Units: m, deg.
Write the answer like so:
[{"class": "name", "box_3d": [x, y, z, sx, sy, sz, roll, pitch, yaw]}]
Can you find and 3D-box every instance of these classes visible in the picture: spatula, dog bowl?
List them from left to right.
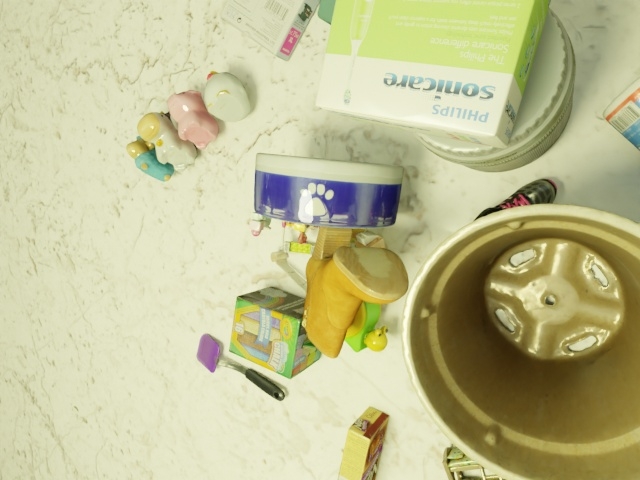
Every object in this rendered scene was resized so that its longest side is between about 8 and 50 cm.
[{"class": "spatula", "box_3d": [-0.206, 0.320, 1.090, 0.296, 0.030, 0.084, 19, 101, 26]}, {"class": "dog bowl", "box_3d": [0.012, -0.095, 0.797, 0.265, 0.265, 0.104, 12, 102, 28]}]

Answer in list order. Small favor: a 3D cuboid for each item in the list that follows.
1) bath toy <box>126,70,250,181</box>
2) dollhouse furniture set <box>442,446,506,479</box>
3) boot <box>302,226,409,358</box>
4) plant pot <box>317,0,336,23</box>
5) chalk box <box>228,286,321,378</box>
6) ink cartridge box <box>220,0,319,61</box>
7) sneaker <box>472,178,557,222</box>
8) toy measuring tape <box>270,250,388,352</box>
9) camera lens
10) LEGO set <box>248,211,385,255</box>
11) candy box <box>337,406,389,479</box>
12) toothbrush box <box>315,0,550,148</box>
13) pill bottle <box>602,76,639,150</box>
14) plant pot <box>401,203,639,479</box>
[{"class": "bath toy", "box_3d": [-0.312, -0.287, 1.044, 0.348, 0.151, 0.129, -28, 46, 28]}, {"class": "dollhouse furniture set", "box_3d": [0.243, 0.443, 0.780, 0.182, 0.161, 0.101, -23, 83, 28]}, {"class": "boot", "box_3d": [0.041, 0.104, 0.706, 0.295, 0.104, 0.211, -130, 45, -65]}, {"class": "plant pot", "box_3d": [0.124, -0.422, 0.768, 0.234, 0.165, 0.165, 25, 107, 33]}, {"class": "chalk box", "box_3d": [-0.069, 0.199, 0.946, 0.213, 0.132, 0.132, 17, 102, 28]}, {"class": "ink cartridge box", "box_3d": [-0.068, -0.563, 0.913, 0.186, 0.065, 0.311, 41, 115, 19]}, {"class": "sneaker", "box_3d": [0.318, -0.041, 0.741, 0.170, 0.075, 0.063, -38, 77, 26]}, {"class": "toy measuring tape", "box_3d": [0.021, 0.095, 0.905, 0.330, 0.121, 0.121, 43, 113, 29]}, {"class": "camera lens", "box_3d": [0.249, -0.216, 0.648, 0.219, 0.274, 0.219, 3, 96, 28]}, {"class": "LEGO set", "box_3d": [0.000, 0.000, 0.901, 0.287, 0.132, 0.107, 15, 111, 21]}, {"class": "candy box", "box_3d": [0.084, 0.453, 0.900, 0.053, 0.109, 0.186, 17, 103, 27]}, {"class": "toothbrush box", "box_3d": [0.134, -0.264, 0.480, 0.206, 0.122, 0.283, 18, 102, 26]}, {"class": "pill bottle", "box_3d": [0.517, -0.142, 0.595, 0.124, 0.124, 0.221, -45, 75, 25]}, {"class": "plant pot", "box_3d": [0.323, 0.111, 0.622, 0.334, 0.305, 0.333, 3, 97, 29]}]
